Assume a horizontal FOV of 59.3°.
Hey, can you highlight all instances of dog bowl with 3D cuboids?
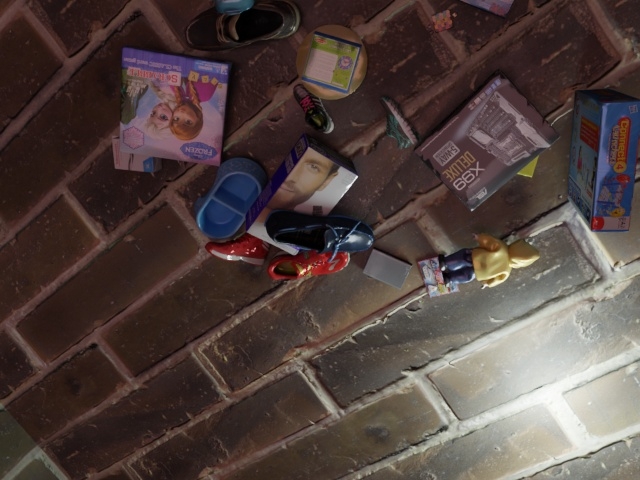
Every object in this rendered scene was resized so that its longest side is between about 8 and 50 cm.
[{"bbox_3d":[-0.290,-0.123,1.789,0.165,0.074,0.297,31,116,-21],"label":"dog bowl"}]

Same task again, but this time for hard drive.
[{"bbox_3d":[0.213,0.089,1.791,0.135,0.022,0.094,24,113,5],"label":"hard drive"}]

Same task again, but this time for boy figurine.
[{"bbox_3d":[0.494,0.052,1.662,0.285,0.092,0.177,-16,103,16],"label":"boy figurine"}]

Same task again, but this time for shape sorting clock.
[{"bbox_3d":[0.032,-0.510,1.612,0.206,0.040,0.206,3,107,11],"label":"shape sorting clock"}]

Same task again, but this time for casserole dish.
[{"bbox_3d":[-0.238,-0.703,1.550,0.114,0.037,0.189,-4,64,8],"label":"casserole dish"}]

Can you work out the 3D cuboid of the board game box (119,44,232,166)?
[{"bbox_3d":[-0.445,-0.407,1.719,0.318,0.066,0.318,7,112,-4],"label":"board game box"}]

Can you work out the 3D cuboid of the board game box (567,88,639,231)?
[{"bbox_3d":[0.698,-0.210,1.402,0.086,0.308,0.302,1,110,13],"label":"board game box"}]

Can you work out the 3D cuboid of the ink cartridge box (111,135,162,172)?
[{"bbox_3d":[-0.620,-0.286,1.852,0.180,0.060,0.104,6,111,12],"label":"ink cartridge box"}]

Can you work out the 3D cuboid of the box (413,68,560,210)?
[{"bbox_3d":[0.450,-0.271,1.546,0.242,0.076,0.307,45,113,-6],"label":"box"}]

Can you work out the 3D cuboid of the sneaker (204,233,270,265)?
[{"bbox_3d":[-0.258,-0.001,1.814,0.087,0.221,0.128,38,110,45],"label":"sneaker"}]

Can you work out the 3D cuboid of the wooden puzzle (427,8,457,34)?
[{"bbox_3d":[0.330,-0.595,1.523,0.083,0.006,0.049,-12,106,19],"label":"wooden puzzle"}]

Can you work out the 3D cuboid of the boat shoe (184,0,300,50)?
[{"bbox_3d":[-0.238,-0.618,1.595,0.355,0.130,0.133,-7,107,17],"label":"boat shoe"}]

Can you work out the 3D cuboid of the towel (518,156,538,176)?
[{"bbox_3d":[0.496,-0.254,1.597,0.237,0.021,0.102,14,116,9],"label":"towel"}]

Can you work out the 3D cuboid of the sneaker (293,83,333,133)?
[{"bbox_3d":[-0.025,-0.386,1.653,0.063,0.075,0.170,-31,99,22],"label":"sneaker"}]

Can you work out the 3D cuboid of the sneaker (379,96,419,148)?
[{"bbox_3d":[0.212,-0.335,1.620,0.076,0.065,0.167,-32,97,26],"label":"sneaker"}]

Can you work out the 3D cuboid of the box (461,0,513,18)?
[{"bbox_3d":[0.404,-0.694,1.447,0.233,0.044,0.159,24,114,5],"label":"box"}]

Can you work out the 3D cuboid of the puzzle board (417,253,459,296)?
[{"bbox_3d":[0.370,0.113,1.765,0.096,0.011,0.128,-16,104,19],"label":"puzzle board"}]

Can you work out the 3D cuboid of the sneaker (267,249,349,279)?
[{"bbox_3d":[-0.041,0.084,1.803,0.278,0.118,0.107,-11,107,18],"label":"sneaker"}]

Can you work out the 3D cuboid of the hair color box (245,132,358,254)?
[{"bbox_3d":[-0.064,-0.133,1.704,0.185,0.110,0.339,27,115,-25],"label":"hair color box"}]

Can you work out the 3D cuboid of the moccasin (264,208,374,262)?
[{"bbox_3d":[0.000,0.000,1.675,0.341,0.117,0.138,4,126,-16],"label":"moccasin"}]
